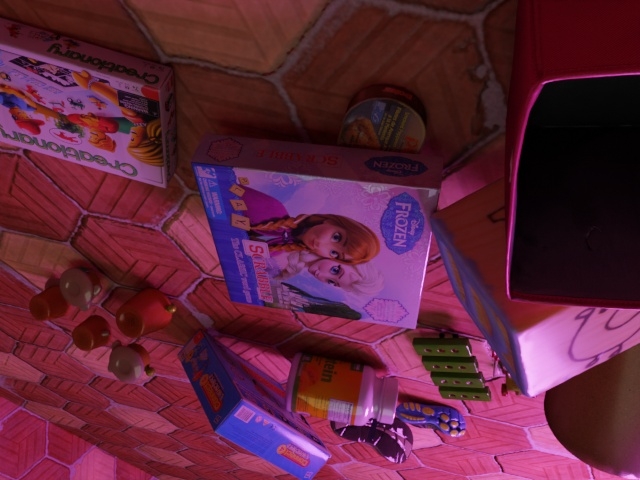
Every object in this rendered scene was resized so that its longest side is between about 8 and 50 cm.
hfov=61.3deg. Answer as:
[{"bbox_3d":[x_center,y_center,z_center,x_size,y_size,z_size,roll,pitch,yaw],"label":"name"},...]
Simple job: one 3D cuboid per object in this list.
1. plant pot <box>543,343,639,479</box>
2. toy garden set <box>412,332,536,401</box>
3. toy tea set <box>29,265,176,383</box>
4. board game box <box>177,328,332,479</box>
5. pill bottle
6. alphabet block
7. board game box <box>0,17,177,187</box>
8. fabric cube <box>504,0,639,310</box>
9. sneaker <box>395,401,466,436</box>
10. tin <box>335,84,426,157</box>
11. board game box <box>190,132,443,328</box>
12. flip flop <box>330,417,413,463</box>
[{"bbox_3d":[0.480,0.197,0.851,0.237,0.237,0.254,-1,126,20],"label":"plant pot"},{"bbox_3d":[0.322,0.256,1.107,0.203,0.049,0.244,-5,139,27],"label":"toy garden set"},{"bbox_3d":[-0.472,0.154,1.196,0.336,0.124,0.200,29,110,11],"label":"toy tea set"},{"bbox_3d":[-0.158,0.378,1.251,0.308,0.086,0.302,45,174,-33],"label":"board game box"},{"bbox_3d":[0.050,0.345,1.239,0.245,0.136,0.136,10,143,7],"label":"pill bottle"},{"bbox_3d":[0.275,0.036,0.650,0.197,0.193,0.192,-29,138,3],"label":"alphabet block"},{"bbox_3d":[-0.355,-0.191,0.746,0.305,0.053,0.193,16,144,-2],"label":"board game box"},{"bbox_3d":[0.293,-0.114,0.455,0.259,0.258,0.254,2,143,16],"label":"fabric cube"},{"bbox_3d":[0.279,0.447,1.368,0.188,0.067,0.078,15,165,-3],"label":"sneaker"},{"bbox_3d":[0.074,-0.119,0.708,0.106,0.040,0.190,19,143,1],"label":"tin"},{"bbox_3d":[0.000,0.000,0.794,0.317,0.066,0.319,7,140,10],"label":"board game box"},{"bbox_3d":[0.140,0.523,1.482,0.277,0.112,0.080,26,168,-19],"label":"flip flop"}]
